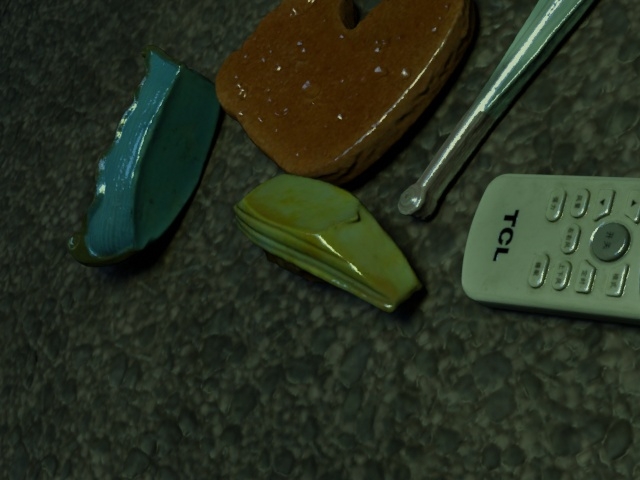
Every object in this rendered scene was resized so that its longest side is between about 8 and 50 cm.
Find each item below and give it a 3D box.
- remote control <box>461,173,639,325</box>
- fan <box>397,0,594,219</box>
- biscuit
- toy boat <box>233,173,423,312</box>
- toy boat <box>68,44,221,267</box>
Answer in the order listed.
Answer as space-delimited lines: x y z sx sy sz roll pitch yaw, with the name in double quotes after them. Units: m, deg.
0.167 0.004 0.752 0.190 0.029 0.087 6 74 44 "remote control"
0.143 -0.127 0.845 0.057 0.023 0.282 38 97 37 "fan"
0.018 -0.135 0.952 0.186 0.036 0.192 -51 45 7 "biscuit"
0.000 0.000 0.885 0.065 0.066 0.172 -37 39 -24 "toy boat"
-0.147 -0.063 1.037 0.077 0.075 0.185 15 84 42 "toy boat"
